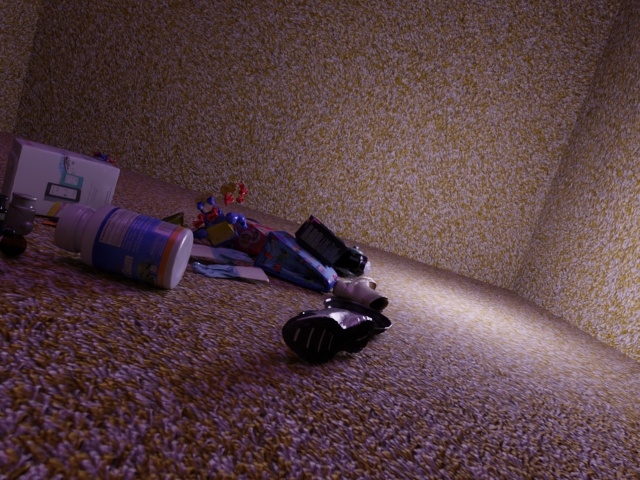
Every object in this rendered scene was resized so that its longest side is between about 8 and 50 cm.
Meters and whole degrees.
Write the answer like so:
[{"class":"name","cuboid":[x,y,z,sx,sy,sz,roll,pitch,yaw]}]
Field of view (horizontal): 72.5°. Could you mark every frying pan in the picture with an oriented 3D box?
[{"class":"frying pan","cuboid":[0.080,0.213,1.145,0.197,0.053,0.326,20,9,15]}]

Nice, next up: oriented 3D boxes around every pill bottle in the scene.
[{"class":"pill bottle","cuboid":[-0.453,0.007,1.019,0.272,0.152,0.152,16,7,-4]}]

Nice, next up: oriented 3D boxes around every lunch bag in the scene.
[{"class":"lunch bag","cuboid":[-0.056,0.088,1.545,0.293,0.138,0.221,28,6,6]},{"class":"lunch bag","cuboid":[-0.285,-0.023,1.777,0.293,0.120,0.258,20,7,20]}]

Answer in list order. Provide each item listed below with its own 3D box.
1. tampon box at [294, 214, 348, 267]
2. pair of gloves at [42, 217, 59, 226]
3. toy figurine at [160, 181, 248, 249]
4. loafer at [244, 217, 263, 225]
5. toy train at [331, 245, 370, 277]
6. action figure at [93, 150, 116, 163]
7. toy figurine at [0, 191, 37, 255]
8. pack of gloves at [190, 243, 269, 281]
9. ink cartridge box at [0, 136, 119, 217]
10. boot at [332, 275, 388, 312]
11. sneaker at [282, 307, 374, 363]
[{"class":"tampon box","cuboid":[0.000,0.000,1.584,0.161,0.101,0.120,40,5,-14]},{"class":"pair of gloves","cuboid":[-0.759,-0.050,1.271,0.074,0.010,0.083,15,7,-18]},{"class":"toy figurine","cuboid":[-0.390,-0.027,1.559,0.363,0.217,0.191,-26,34,-6]},{"class":"loafer","cuboid":[-0.265,-0.019,1.997,0.251,0.094,0.087,28,-16,9]},{"class":"toy train","cuboid":[0.066,0.066,1.934,0.334,0.142,0.190,21,-2,20]},{"class":"action figure","cuboid":[-0.740,-0.287,1.488,0.115,0.030,0.038,20,9,32]},{"class":"toy figurine","cuboid":[-0.690,-0.036,0.848,0.213,0.148,0.209,14,2,-12]},{"class":"pack of gloves","cuboid":[-0.300,0.081,1.342,0.232,0.046,0.195,9,22,-34]},{"class":"ink cartridge box","cuboid":[-0.823,-0.184,1.378,0.270,0.197,0.198,12,9,-42]},{"class":"boot","cuboid":[0.164,0.184,1.474,0.165,0.077,0.213,23,14,39]},{"class":"sneaker","cuboid":[0.005,0.193,0.936,0.108,0.100,0.272,22,5,36]}]
